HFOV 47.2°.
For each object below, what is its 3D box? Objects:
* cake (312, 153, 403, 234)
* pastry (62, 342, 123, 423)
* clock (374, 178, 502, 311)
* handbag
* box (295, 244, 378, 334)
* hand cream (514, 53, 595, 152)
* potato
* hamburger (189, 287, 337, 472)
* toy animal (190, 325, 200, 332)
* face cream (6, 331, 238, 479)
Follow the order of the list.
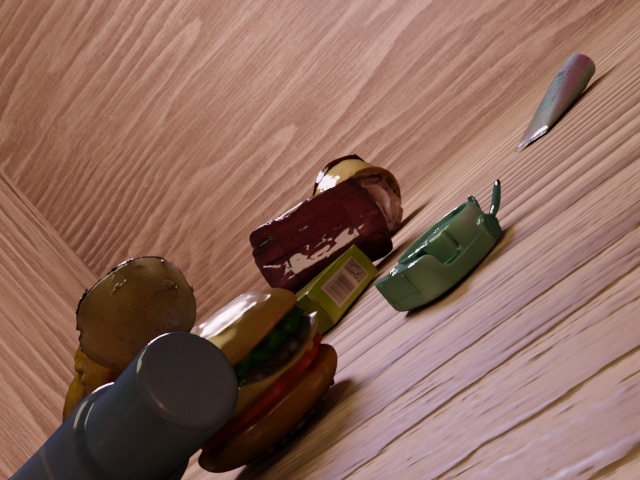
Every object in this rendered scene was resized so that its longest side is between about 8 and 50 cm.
[{"bbox_3d":[0.099,-0.076,1.572,0.185,0.207,0.178,2,10,-37],"label":"cake"},{"bbox_3d":[-0.367,0.273,1.419,0.356,0.164,0.356,12,-90,-87],"label":"pastry"},{"bbox_3d":[0.113,0.004,0.644,0.135,0.041,0.101,-42,1,-25],"label":"clock"},{"bbox_3d":[0.000,0.000,1.224,0.225,0.135,0.146,-30,-18,4],"label":"handbag"},{"bbox_3d":[-0.044,0.128,1.103,0.260,0.062,0.175,-43,0,33],"label":"box"},{"bbox_3d":[0.340,-0.199,1.059,0.174,0.047,0.076,-52,5,-25],"label":"hand cream"},{"bbox_3d":[-0.274,0.137,1.145,0.202,0.117,0.182,-42,-39,-8],"label":"potato"},{"bbox_3d":[-0.062,0.113,0.609,0.162,0.115,0.162,-40,2,2],"label":"hamburger"},{"bbox_3d":[-0.212,0.241,1.331,0.095,0.219,0.155,-131,46,-75],"label":"toy animal"},{"bbox_3d":[-0.180,0.191,0.565,0.086,0.135,0.385,-20,-21,-48],"label":"face cream"}]
